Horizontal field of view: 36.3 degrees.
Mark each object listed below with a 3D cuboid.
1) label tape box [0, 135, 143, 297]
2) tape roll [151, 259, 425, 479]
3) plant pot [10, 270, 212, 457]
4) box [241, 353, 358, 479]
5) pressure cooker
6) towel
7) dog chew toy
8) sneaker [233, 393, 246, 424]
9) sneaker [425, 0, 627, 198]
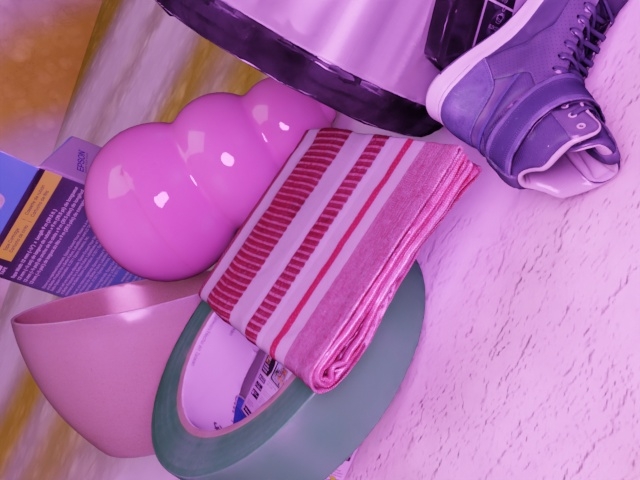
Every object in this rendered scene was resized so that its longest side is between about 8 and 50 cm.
[{"bbox_3d":[-0.388,-0.030,1.539,0.249,0.347,0.115,-49,31,33],"label":"label tape box"},{"bbox_3d":[-0.039,0.110,0.984,0.321,0.077,0.321,-37,30,25],"label":"tape roll"},{"bbox_3d":[-0.225,0.160,1.223,0.284,0.284,0.191,2,103,63],"label":"plant pot"},{"bbox_3d":[-0.017,0.174,1.027,0.114,0.036,0.207,-65,26,5],"label":"box"},{"bbox_3d":[0.060,-0.355,0.913,0.420,0.375,0.370,-60,24,17],"label":"pressure cooker"},{"bbox_3d":[0.000,0.000,0.943,0.237,0.037,0.329,-55,25,-5],"label":"towel"},{"bbox_3d":[-0.130,-0.091,1.234,0.331,0.207,0.207,-31,34,6],"label":"dog chew toy"},{"bbox_3d":[-0.110,0.254,1.114,0.152,0.058,0.084,-70,20,4],"label":"sneaker"},{"bbox_3d":[0.214,-0.137,0.785,0.226,0.086,0.163,-44,48,8],"label":"sneaker"}]
